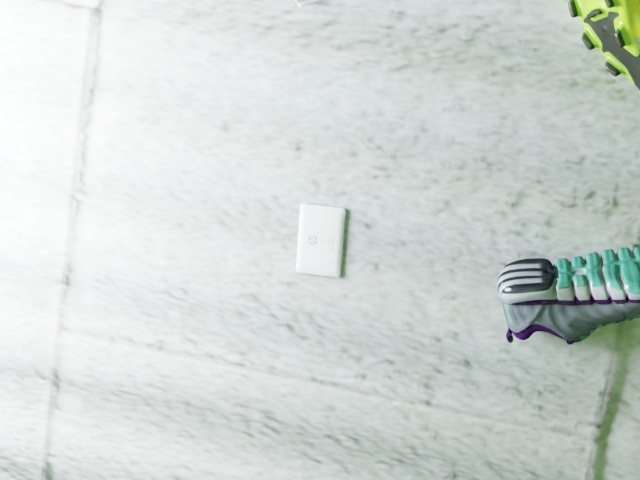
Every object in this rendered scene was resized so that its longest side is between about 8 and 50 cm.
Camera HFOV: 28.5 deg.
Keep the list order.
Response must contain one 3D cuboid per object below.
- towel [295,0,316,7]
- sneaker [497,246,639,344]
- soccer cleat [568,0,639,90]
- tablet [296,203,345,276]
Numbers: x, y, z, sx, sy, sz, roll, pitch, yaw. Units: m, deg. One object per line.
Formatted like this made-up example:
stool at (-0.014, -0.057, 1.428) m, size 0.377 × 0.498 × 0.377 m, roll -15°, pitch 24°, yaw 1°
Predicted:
towel at (-0.001, -0.372, 1.384) m, size 0.144 × 0.029 × 0.197 m, roll -23°, pitch 97°, yaw 15°
sneaker at (0.312, 0.068, 1.406) m, size 0.224 × 0.083 × 0.098 m, roll -2°, pitch 125°, yaw 14°
soccer cleat at (0.365, -0.213, 1.332) m, size 0.121 × 0.093 × 0.289 m, roll -34°, pitch 89°, yaw -15°
tablet at (0.000, 0.000, 1.475) m, size 0.054 × 0.006 × 0.083 m, roll 7°, pitch 102°, yaw 10°
